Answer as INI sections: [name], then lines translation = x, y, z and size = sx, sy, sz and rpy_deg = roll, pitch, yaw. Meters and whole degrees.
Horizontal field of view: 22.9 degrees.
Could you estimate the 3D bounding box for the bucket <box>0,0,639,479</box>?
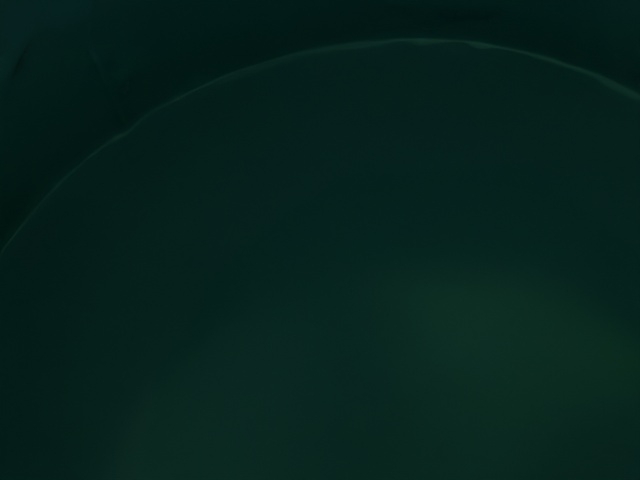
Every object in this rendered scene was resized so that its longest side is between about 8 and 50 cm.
[bucket]
translation = 0.000, 0.000, 0.315
size = 0.281, 0.183, 0.281
rpy_deg = -4, -122, 7
